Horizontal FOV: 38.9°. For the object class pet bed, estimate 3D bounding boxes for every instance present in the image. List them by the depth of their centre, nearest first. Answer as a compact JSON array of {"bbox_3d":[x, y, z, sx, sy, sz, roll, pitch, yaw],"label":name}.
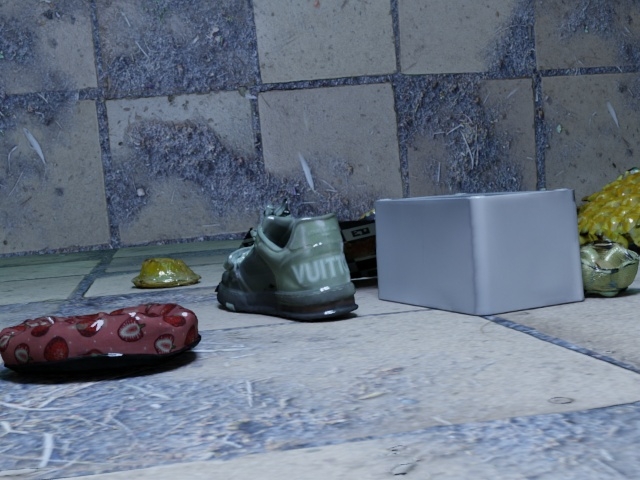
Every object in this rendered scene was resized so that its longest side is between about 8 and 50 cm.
[{"bbox_3d":[-0.212,0.095,0.885,0.201,0.054,0.201,-7,-1,0],"label":"pet bed"}]

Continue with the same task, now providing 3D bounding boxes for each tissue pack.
[{"bbox_3d":[0.190,0.008,1.143,0.159,0.136,0.246,-6,4,-24],"label":"tissue pack"}]

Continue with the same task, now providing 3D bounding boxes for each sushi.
[{"bbox_3d":[0.000,0.000,1.360,0.290,0.050,0.264,-4,-21,-19],"label":"sushi"}]

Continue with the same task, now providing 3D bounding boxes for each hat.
[{"bbox_3d":[0.343,0.039,1.106,0.077,0.059,0.076,-12,23,-27],"label":"hat"}]

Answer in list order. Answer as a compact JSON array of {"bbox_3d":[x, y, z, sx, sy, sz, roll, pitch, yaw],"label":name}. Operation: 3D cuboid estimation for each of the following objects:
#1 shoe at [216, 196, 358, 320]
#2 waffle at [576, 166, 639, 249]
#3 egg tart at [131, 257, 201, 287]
[{"bbox_3d":[-0.052,0.018,1.171,0.109,0.149,0.293,-8,6,-31],"label":"shoe"},{"bbox_3d":[0.591,-0.076,1.634,0.329,0.062,0.329,-31,11,7],"label":"waffle"},{"bbox_3d":[-0.275,0.056,1.622,0.128,0.049,0.129,-2,4,0],"label":"egg tart"}]
